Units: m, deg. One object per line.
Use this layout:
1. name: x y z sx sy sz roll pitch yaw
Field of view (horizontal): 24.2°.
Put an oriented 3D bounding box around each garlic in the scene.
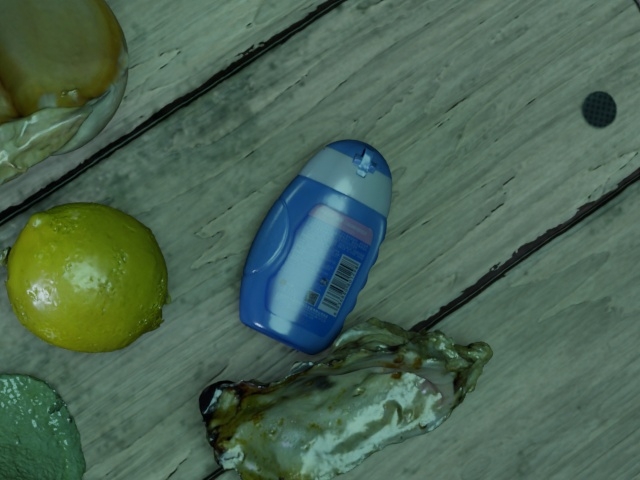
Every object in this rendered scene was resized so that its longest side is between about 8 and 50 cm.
1. garlic: -0.380 -0.202 1.669 0.286 0.249 0.313 -41 76 6

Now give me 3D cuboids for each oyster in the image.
1. oyster: 0.031 0.173 1.787 0.361 0.221 0.096 -27 51 -5

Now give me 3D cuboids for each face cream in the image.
1. face cream: 0.000 0.000 1.810 0.149 0.083 0.264 27 84 -16

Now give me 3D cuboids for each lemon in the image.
1. lemon: -0.264 0.045 1.712 0.206 0.173 0.173 27 84 -26

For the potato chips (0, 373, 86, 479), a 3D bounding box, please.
1. potato chips: -0.326 0.261 1.715 0.167 0.059 0.228 15 46 -47
